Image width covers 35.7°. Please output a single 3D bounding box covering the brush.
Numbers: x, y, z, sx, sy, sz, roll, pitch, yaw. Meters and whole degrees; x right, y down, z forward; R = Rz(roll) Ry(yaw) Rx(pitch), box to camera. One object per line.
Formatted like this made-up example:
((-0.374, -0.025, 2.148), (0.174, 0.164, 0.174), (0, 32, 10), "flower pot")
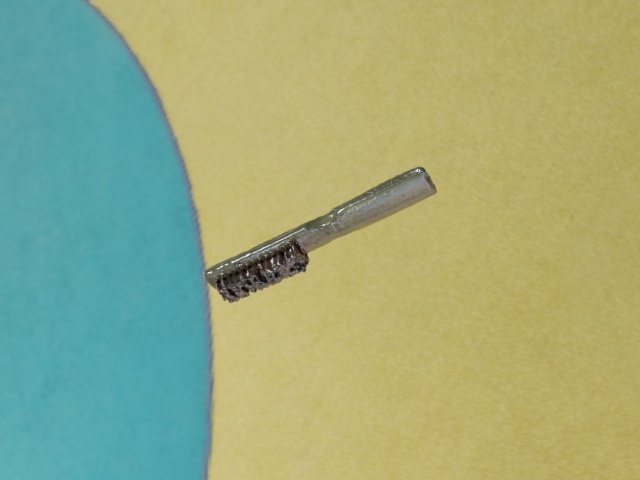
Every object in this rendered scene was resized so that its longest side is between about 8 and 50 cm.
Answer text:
((0.000, 0.000, 0.972), (0.247, 0.043, 0.036), (-25, 59, 14), "brush")
